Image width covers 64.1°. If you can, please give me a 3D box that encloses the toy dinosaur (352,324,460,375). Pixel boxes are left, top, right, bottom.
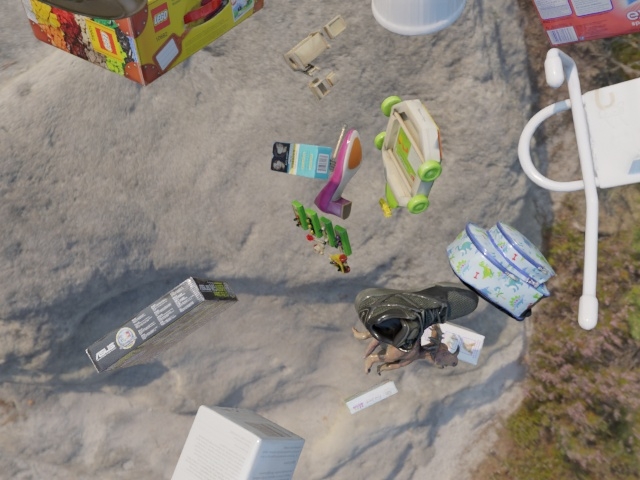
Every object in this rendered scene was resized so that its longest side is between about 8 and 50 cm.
[{"bbox_3d":[0.208,0.248,1.256,0.201,0.127,0.296,-22,152,26],"label":"toy dinosaur"}]

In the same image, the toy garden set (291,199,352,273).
[{"bbox_3d":[0.000,0.000,1.678,0.049,0.244,0.203,-40,138,-23],"label":"toy garden set"}]

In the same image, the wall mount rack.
[{"bbox_3d":[0.368,-0.075,0.515,0.131,0.350,0.303,-9,90,-50],"label":"wall mount rack"}]

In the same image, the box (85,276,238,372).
[{"bbox_3d":[-0.334,0.182,1.124,0.270,0.216,0.060,-35,78,5],"label":"box"}]

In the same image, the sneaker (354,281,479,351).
[{"bbox_3d":[0.184,0.138,0.909,0.228,0.130,0.087,-1,118,-8],"label":"sneaker"}]

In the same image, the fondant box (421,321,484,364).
[{"bbox_3d":[0.326,0.283,1.626,0.331,0.238,0.096,17,87,8],"label":"fondant box"}]

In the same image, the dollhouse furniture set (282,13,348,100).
[{"bbox_3d":[0.014,-0.533,1.503,0.182,0.101,0.161,-41,115,-7],"label":"dollhouse furniture set"}]

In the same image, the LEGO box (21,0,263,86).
[{"bbox_3d":[-0.439,-0.649,1.320,0.500,0.373,0.193,-53,160,-36],"label":"LEGO box"}]

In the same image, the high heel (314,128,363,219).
[{"bbox_3d":[0.040,-0.179,1.332,0.082,0.117,0.243,-27,133,-40],"label":"high heel"}]

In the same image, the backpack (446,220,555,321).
[{"bbox_3d":[0.220,0.026,0.633,0.114,0.105,0.084,30,114,-12],"label":"backpack"}]

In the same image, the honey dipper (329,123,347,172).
[{"bbox_3d":[0.055,-0.299,1.641,0.031,0.030,0.160,17,95,-26],"label":"honey dipper"}]

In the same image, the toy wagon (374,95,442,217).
[{"bbox_3d":[0.219,-0.197,1.343,0.068,0.267,0.344,-10,144,-13],"label":"toy wagon"}]

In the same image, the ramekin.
[{"bbox_3d":[0.280,-0.736,1.460,0.277,0.277,0.135,-31,154,-6],"label":"ramekin"}]

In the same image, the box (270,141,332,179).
[{"bbox_3d":[-0.066,-0.259,1.633,0.060,0.244,0.100,0,102,-39],"label":"box"}]

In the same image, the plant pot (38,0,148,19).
[{"bbox_3d":[-0.371,-0.370,0.729,0.237,0.236,0.032,10,93,-25],"label":"plant pot"}]

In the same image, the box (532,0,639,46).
[{"bbox_3d":[0.484,-0.415,0.751,0.154,0.300,0.142,39,70,-38],"label":"box"}]

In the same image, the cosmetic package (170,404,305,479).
[{"bbox_3d":[-0.151,0.413,0.913,0.151,0.152,0.183,36,73,-54],"label":"cosmetic package"}]

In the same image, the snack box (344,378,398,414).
[{"bbox_3d":[0.138,0.430,1.415,0.141,0.100,0.037,-24,80,-6],"label":"snack box"}]
